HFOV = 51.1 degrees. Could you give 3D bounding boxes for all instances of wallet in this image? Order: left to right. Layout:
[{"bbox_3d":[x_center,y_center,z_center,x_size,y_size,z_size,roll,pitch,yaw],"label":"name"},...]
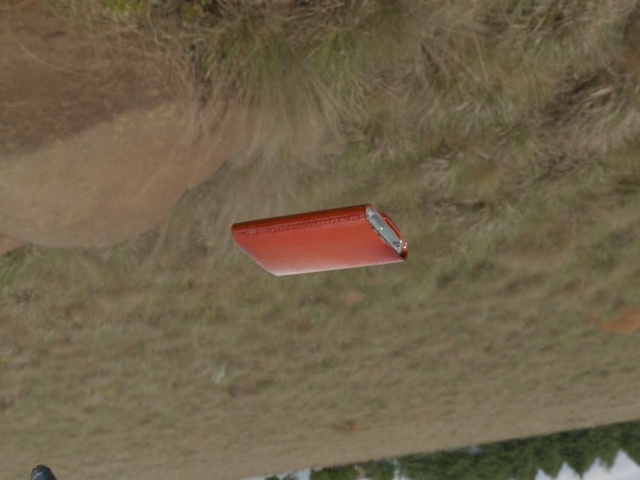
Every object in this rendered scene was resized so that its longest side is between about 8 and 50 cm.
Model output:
[{"bbox_3d":[0.000,0.000,0.903,0.204,0.045,0.142,-8,151,27],"label":"wallet"}]

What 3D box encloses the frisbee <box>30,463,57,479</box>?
[{"bbox_3d":[-0.300,0.375,0.745,0.045,0.242,0.242,-10,164,-32],"label":"frisbee"}]
